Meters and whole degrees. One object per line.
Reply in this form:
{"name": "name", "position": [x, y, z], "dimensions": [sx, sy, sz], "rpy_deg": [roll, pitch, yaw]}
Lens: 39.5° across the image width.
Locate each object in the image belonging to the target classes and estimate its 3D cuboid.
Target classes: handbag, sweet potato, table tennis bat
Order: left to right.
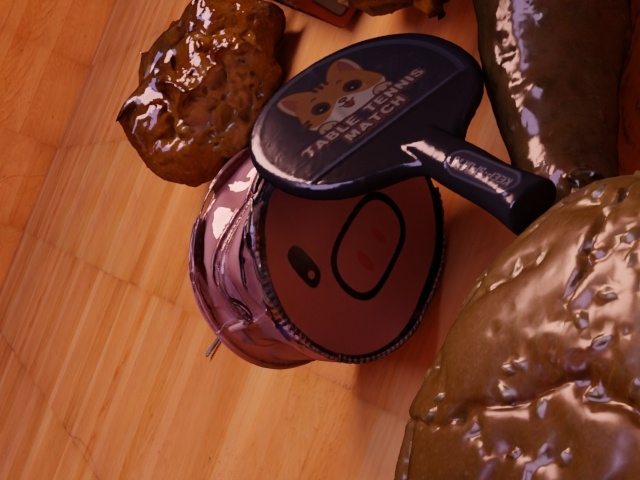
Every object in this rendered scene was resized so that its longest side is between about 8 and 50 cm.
{"name": "handbag", "position": [0.001, 0.000, 0.655], "dimensions": [0.116, 0.179, 0.205], "rpy_deg": [-13, 39, 51]}
{"name": "table tennis bat", "position": [0.046, -0.063, 0.525], "dimensions": [0.150, 0.027, 0.236], "rpy_deg": [-37, 39, -11]}
{"name": "sweet potato", "position": [0.152, -0.179, 0.567], "dimensions": [0.130, 0.130, 0.423], "rpy_deg": [-27, 50, 54]}

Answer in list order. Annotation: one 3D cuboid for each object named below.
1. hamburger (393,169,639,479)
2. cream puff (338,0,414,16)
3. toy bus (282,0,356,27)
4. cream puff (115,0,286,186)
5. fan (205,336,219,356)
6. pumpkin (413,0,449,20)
{"name": "hamburger", "position": [0.125, 0.102, 0.384], "dimensions": [0.211, 0.132, 0.309], "rpy_deg": [7, 77, 61]}
{"name": "cream puff", "position": [0.067, -0.277, 0.833], "dimensions": [0.144, 0.103, 0.126], "rpy_deg": [-51, 43, 31]}
{"name": "toy bus", "position": [-0.045, -0.347, 1.122], "dimensions": [0.092, 0.093, 0.409], "rpy_deg": [-63, 24, 11]}
{"name": "cream puff", "position": [-0.150, -0.193, 1.144], "dimensions": [0.241, 0.154, 0.269], "rpy_deg": [-19, 46, 51]}
{"name": "fan", "position": [-0.092, 0.075, 0.971], "dimensions": [0.133, 0.005, 0.085], "rpy_deg": [-59, 27, 15]}
{"name": "pumpkin", "position": [0.002, -0.308, 0.633], "dimensions": [0.303, 0.225, 0.256], "rpy_deg": [81, -160, -49]}
